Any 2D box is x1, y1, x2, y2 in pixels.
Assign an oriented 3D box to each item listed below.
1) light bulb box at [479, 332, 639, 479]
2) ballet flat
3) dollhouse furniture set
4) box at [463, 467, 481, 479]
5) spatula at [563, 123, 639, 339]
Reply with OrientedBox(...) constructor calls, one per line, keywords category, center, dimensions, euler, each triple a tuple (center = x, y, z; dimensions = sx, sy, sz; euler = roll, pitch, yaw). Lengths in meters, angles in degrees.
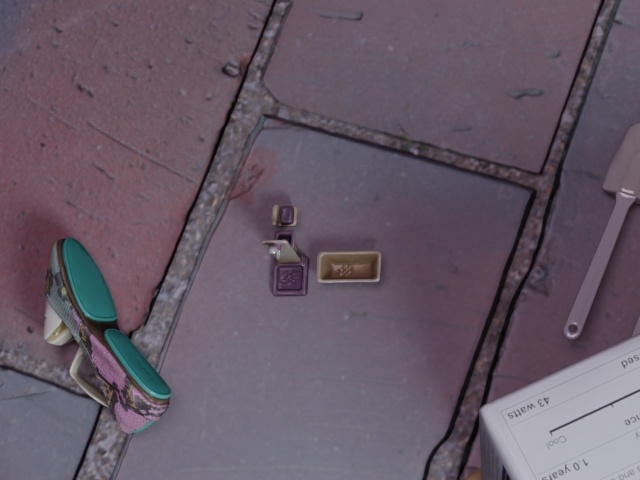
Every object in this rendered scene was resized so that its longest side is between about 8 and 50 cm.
OrientedBox(category="light bulb box", center=(0.364, 0.250, 1.456), dimensions=(0.358, 0.225, 0.361), euler=(-24, 64, -5))
OrientedBox(category="ballet flat", center=(-0.230, 0.100, 1.789), dimensions=(0.079, 0.077, 0.221), euler=(-42, 67, 19))
OrientedBox(category="dollhouse furniture set", center=(0.000, 0.000, 1.753), dimensions=(0.114, 0.081, 0.091), euler=(-1, 72, 13))
OrientedBox(category="box", center=(0.162, 0.297, 1.638), dimensions=(0.201, 0.021, 0.164), euler=(-36, 60, 0))
OrientedBox(category="spatula", center=(0.331, 0.009, 1.694), dimensions=(0.168, 0.019, 0.242), euler=(19, 72, 16))
